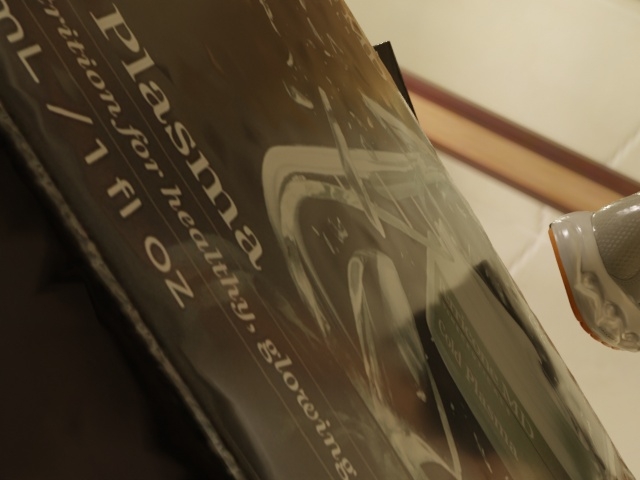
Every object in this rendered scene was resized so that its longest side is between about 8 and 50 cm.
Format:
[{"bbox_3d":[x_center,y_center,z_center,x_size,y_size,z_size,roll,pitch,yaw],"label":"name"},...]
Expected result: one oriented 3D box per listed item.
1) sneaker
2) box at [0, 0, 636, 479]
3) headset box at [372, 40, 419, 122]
[{"bbox_3d":[0.262,0.044,0.909,0.121,0.099,0.262,-29,-41,29],"label":"sneaker"},{"bbox_3d":[-0.089,0.078,0.625,0.297,0.480,0.472,-30,9,15],"label":"box"},{"bbox_3d":[0.000,0.000,1.256,0.218,0.293,0.110,-22,4,-15],"label":"headset box"}]
